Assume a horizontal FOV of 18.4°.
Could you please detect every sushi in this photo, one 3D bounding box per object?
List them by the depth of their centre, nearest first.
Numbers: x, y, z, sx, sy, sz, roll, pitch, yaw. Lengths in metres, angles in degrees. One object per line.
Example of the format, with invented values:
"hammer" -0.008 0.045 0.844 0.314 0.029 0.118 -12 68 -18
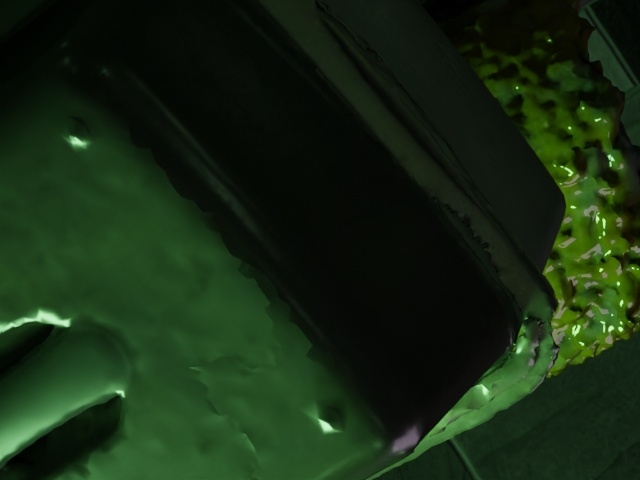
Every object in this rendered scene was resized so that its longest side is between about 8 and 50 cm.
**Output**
"sushi" 0.180 -0.061 1.770 0.240 0.351 0.396 -25 179 8

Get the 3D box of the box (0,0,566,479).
"box" -0.069 0.014 0.720 0.290 0.220 0.166 -34 -167 36
